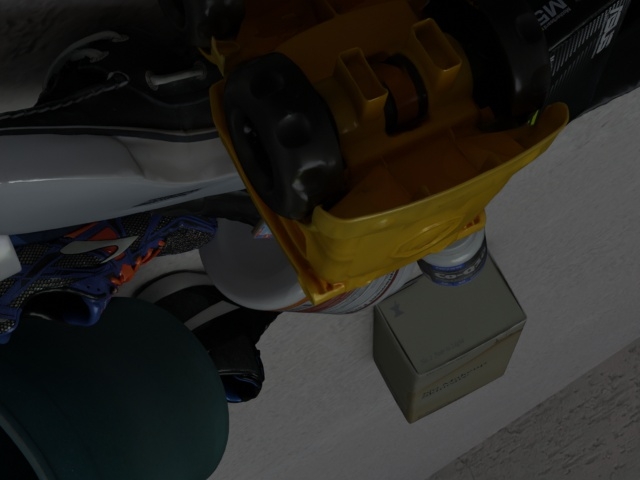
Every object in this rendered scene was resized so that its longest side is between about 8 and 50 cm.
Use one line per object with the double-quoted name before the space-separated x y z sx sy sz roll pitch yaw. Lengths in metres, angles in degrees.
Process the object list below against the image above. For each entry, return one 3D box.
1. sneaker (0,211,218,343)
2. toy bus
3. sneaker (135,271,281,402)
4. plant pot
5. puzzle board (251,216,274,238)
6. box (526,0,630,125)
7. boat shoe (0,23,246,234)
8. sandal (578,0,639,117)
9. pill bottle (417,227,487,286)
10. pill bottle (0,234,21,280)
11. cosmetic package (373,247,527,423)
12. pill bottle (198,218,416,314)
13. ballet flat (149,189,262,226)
"sneaker" -0.167 0.020 0.971 0.221 0.087 0.083 -17 160 -34
"toy bus" 0.004 -0.079 0.725 0.149 0.220 0.211 -25 161 -17
"sneaker" -0.072 0.091 1.265 0.079 0.121 0.217 -40 160 34
"plant pot" -0.212 0.167 1.066 0.271 0.272 0.255 -42 173 36
"puzzle board" 0.020 -0.046 0.918 0.096 0.011 0.128 -2 140 -49
"box" 0.115 -0.087 0.902 0.184 0.045 0.191 -36 164 -10
"boat shoe" -0.115 -0.071 0.769 0.108 0.102 0.301 -19 177 35
"sandal" 0.321 -0.177 1.061 0.445 0.107 0.167 -29 -162 16
"pill bottle" 0.131 -0.004 1.392 0.078 0.078 0.137 -29 163 1
"pill bottle" -0.275 0.021 0.766 0.193 0.108 0.108 -24 162 -14
"cosmetic package" 0.161 0.130 1.767 0.160 0.113 0.309 -27 164 -6
"pill bottle" 0.000 0.000 1.124 0.121 0.121 0.216 -35 162 19
"ballet flat" -0.050 -0.038 0.961 0.173 0.049 0.057 9 136 -25
